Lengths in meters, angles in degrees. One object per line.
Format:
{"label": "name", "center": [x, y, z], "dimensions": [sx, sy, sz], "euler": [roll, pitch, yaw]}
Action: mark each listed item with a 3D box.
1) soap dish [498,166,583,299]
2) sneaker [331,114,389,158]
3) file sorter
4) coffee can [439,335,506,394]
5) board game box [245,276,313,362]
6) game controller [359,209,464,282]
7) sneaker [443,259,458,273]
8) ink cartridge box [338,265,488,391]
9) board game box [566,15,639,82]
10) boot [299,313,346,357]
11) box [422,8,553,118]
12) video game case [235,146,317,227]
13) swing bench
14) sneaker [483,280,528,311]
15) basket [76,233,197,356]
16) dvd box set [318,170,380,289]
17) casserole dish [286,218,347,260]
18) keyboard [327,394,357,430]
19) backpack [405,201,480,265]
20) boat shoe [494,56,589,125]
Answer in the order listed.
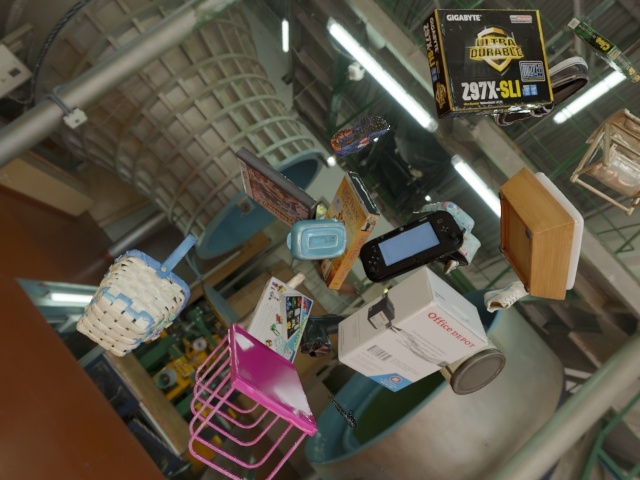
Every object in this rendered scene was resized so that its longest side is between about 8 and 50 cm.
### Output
{"label": "soap dish", "center": [0.557, -0.010, 1.095], "dimensions": [0.229, 0.118, 0.291], "euler": [-100, 170, -48]}
{"label": "sneaker", "center": [0.131, -0.345, 1.405], "dimensions": [0.083, 0.221, 0.087], "euler": [59, -14, 23]}
{"label": "file sorter", "center": [-0.168, 0.358, 0.942], "dimensions": [0.202, 0.182, 0.290], "euler": [40, -1, -16]}
{"label": "coffee can", "center": [0.462, 0.353, 1.450], "dimensions": [0.201, 0.201, 0.275], "euler": [58, 0, -42]}
{"label": "board game box", "center": [-0.154, 0.302, 1.536], "dimensions": [0.193, 0.305, 0.053], "euler": [33, -44, -14]}
{"label": "game controller", "center": [0.279, 0.017, 1.325], "dimensions": [0.067, 0.319, 0.166], "euler": [51, 18, -52]}
{"label": "sneaker", "center": [0.474, 0.099, 1.526], "dimensions": [0.083, 0.037, 0.032], "euler": [106, -18, -61]}
{"label": "ink cartridge box", "center": [0.229, 0.239, 1.089], "dimensions": [0.223, 0.307, 0.129], "euler": [36, 32, -24]}
{"label": "board game box", "center": [0.724, -0.479, 1.067], "dimensions": [0.259, 0.030, 0.136], "euler": [1, 52, -41]}
{"label": "boot", "center": [0.020, 0.400, 1.754], "dimensions": [0.207, 0.246, 0.094], "euler": [-115, -144, -59]}
{"label": "box", "center": [0.442, -0.466, 1.108], "dimensions": [0.079, 0.322, 0.257], "euler": [176, -95, -73]}
{"label": "video game case", "center": [-0.129, -0.131, 1.269], "dimensions": [0.275, 0.035, 0.248], "euler": [37, -19, 10]}
{"label": "swing bench", "center": [1.065, -0.270, 1.464], "dimensions": [0.253, 0.255, 0.165], "euler": [31, -16, -2]}
{"label": "sneaker", "center": [0.866, 0.261, 1.934], "dimensions": [0.087, 0.228, 0.092], "euler": [43, 38, -18]}
{"label": "basket", "center": [-0.439, 0.127, 1.053], "dimensions": [0.201, 0.255, 0.289], "euler": [38, 38, -17]}
{"label": "dvd box set", "center": [0.095, -0.041, 1.808], "dimensions": [0.062, 0.420, 0.307], "euler": [8, 39, -25]}
{"label": "casserole dish", "center": [0.000, 0.000, 1.157], "dimensions": [0.037, 0.188, 0.114], "euler": [18, -71, 61]}
{"label": "keyboard", "center": [0.079, 0.558, 1.385], "dimensions": [0.100, 0.038, 0.192], "euler": [52, -11, -1]}
{"label": "backpack", "center": [0.459, -0.017, 1.563], "dimensions": [0.253, 0.191, 0.225], "euler": [40, -15, -16]}
{"label": "boat shoe", "center": [0.695, -0.445, 1.340], "dimensions": [0.108, 0.102, 0.301], "euler": [26, -35, -30]}
